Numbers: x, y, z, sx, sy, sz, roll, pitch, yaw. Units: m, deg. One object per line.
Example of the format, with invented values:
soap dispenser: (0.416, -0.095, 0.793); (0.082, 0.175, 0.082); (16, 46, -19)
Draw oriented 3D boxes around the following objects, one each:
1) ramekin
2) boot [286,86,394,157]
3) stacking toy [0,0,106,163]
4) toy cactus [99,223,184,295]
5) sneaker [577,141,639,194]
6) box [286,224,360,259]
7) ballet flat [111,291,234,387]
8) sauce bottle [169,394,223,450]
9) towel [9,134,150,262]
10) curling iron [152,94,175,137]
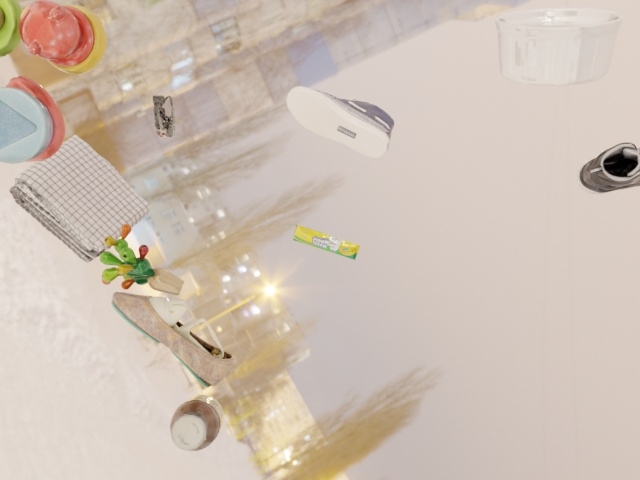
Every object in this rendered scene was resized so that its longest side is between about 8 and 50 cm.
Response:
ramekin: (0.547, -0.455, 1.543); (0.277, 0.277, 0.135); (-138, -142, -55)
boot: (0.036, -0.214, 1.123); (0.190, 0.086, 0.069); (30, -47, -9)
stacking toy: (-0.558, -0.301, 1.144); (0.280, 0.309, 0.130); (25, 10, -1)
toy cactus: (-0.376, 0.060, 1.402); (0.181, 0.112, 0.219); (24, -31, -8)
sneaker: (0.727, -0.173, 1.486); (0.153, 0.269, 0.101); (22, 54, -78)
box: (0.000, 0.000, 1.584); (0.179, 0.043, 0.105); (20, 0, -3)
ballet flat: (-0.313, 0.193, 1.459); (0.316, 0.106, 0.107); (46, 3, -24)
sauce bottle: (-0.273, 0.405, 1.464); (0.111, 0.111, 0.344); (61, -11, 5)
towel: (-0.616, -0.104, 1.716); (0.284, 0.235, 0.121); (44, -48, -9)
curling iron: (-0.273, -0.209, 1.158); (0.274, 0.035, 0.068); (-156, -118, -75)
